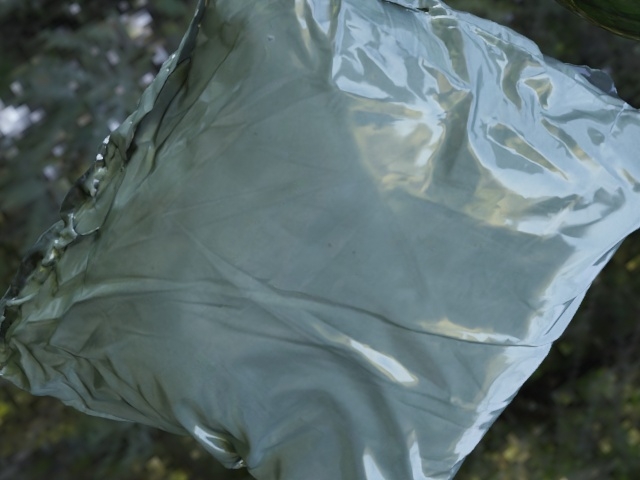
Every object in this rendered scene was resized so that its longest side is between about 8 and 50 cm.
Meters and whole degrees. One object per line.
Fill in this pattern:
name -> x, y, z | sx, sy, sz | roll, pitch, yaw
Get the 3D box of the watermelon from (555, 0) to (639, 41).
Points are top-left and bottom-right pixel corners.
watermelon -> 0.233, -0.208, 1.141 | 0.331, 0.331, 0.189 | 93, -5, -58

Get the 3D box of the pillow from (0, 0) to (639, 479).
pillow -> 0.000, 0.000, 1.033 | 0.283, 0.310, 0.138 | 29, 19, -20
